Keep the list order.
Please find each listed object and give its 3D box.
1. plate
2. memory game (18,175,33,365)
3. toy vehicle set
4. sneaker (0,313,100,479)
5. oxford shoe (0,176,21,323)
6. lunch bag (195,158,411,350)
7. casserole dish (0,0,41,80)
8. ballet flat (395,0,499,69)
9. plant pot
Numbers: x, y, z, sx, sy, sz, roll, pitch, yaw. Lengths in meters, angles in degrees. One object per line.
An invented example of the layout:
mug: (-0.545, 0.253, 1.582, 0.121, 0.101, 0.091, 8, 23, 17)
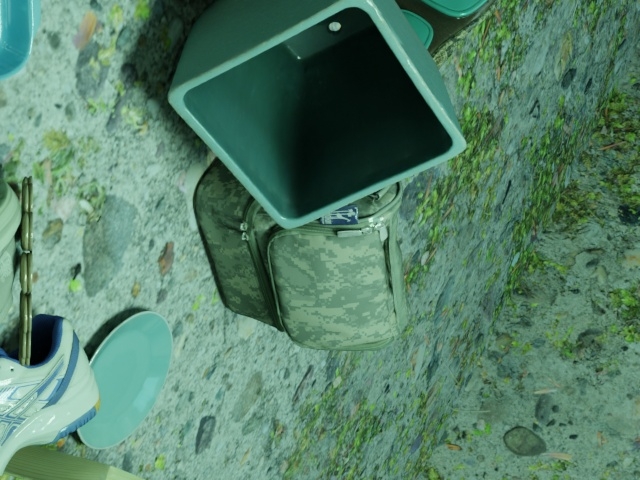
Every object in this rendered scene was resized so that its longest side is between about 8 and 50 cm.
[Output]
plate: (-0.254, 0.174, 1.365, 0.188, 0.024, 0.188, -46, 147, -42)
memory game: (-0.288, 0.028, 1.050, 0.186, 0.012, 0.186, -179, -90, -74)
toy vehicle set: (-0.260, 0.289, 1.265, 0.267, 0.166, 0.035, 53, 50, -62)
sneaker: (-0.357, 0.176, 1.093, 0.296, 0.112, 0.131, -38, 124, -51)
oxford shoe: (-0.397, 0.104, 0.860, 0.449, 0.169, 0.130, -51, 152, -45)
lunch bag: (0.000, 0.000, 1.469, 0.212, 0.256, 0.305, -53, 151, -32)
casserole dish: (-0.321, -0.186, 0.931, 0.188, 0.037, 0.114, -34, 138, -50)
ballet flat: (0.154, -0.332, 1.689, 0.483, 0.164, 0.182, -53, 173, -20)
plant pot: (-0.004, -0.216, 1.260, 0.247, 0.248, 0.252, 49, 27, -39)
